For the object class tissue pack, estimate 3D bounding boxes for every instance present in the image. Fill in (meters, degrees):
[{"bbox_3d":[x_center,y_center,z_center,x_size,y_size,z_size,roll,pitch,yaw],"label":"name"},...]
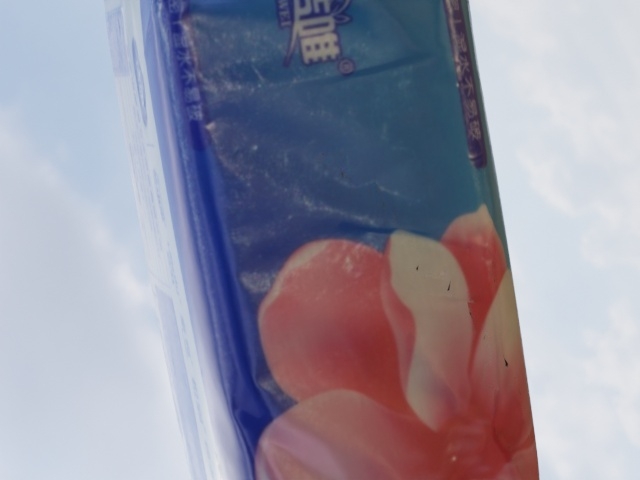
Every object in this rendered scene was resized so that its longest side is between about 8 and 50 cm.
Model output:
[{"bbox_3d":[0.000,0.000,0.749,0.209,0.137,0.269,-170,69,-76],"label":"tissue pack"}]
